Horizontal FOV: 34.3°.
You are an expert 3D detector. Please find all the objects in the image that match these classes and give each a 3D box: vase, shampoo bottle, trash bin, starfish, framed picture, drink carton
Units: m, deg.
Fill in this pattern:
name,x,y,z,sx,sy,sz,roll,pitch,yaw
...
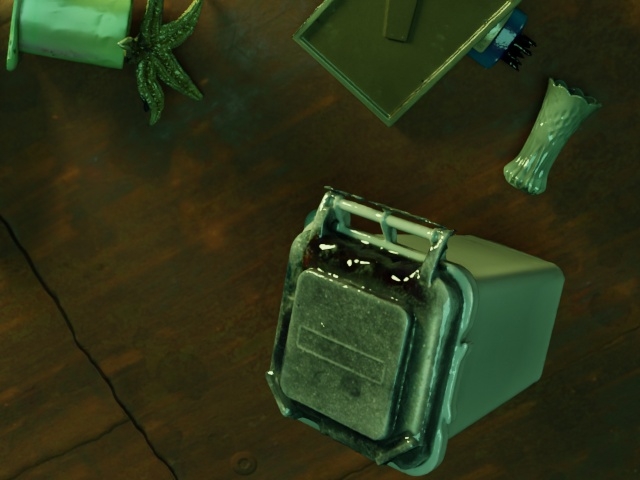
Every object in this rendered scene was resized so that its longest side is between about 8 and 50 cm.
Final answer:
name,x,y,z,sx,sy,sz,roll,pitch,yaw
vase,0.303,-0.135,1.382,0.081,0.081,0.149,24,110,-7
shampoo bottle,0.198,-0.289,1.345,0.183,0.050,0.087,34,109,-10
trash bin,0.139,0.088,1.287,0.255,0.367,0.296,19,107,36
starfish,-0.196,-0.255,1.323,0.053,0.176,0.208,24,150,24
framed picture,0.106,-0.283,1.326,0.184,0.016,0.250,40,121,-11
drink carton,-0.311,-0.283,1.312,0.142,0.144,0.146,7,111,-12

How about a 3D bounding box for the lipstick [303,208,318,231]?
name,x,y,z,sx,sy,sz,roll,pitch,yaw
lipstick,0.000,0.000,1.379,0.048,0.158,0.048,0,107,0
